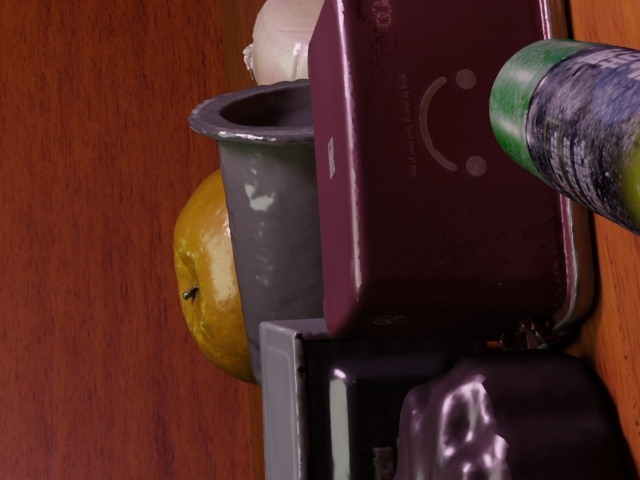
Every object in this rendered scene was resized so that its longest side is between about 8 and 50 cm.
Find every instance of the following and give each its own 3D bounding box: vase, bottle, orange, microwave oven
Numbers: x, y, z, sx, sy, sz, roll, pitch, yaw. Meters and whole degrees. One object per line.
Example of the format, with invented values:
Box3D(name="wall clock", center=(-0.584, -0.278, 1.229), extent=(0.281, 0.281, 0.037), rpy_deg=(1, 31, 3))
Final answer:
Box3D(name="vase", center=(0.000, 0.000, 1.557), extent=(0.245, 0.245, 0.291), rpy_deg=(-116, 21, -70))
Box3D(name="bottle", center=(0.170, -0.053, 0.831), extent=(0.330, 0.093, 0.093), rpy_deg=(-129, 38, -76))
Box3D(name="orange", center=(-0.049, 0.035, 1.866), extent=(0.279, 0.235, 0.279), rpy_deg=(167, 90, -72))
Box3D(name="microwave oven", center=(0.053, 0.216, 1.367), extent=(0.237, 0.181, 0.295), rpy_deg=(177, 91, -79))

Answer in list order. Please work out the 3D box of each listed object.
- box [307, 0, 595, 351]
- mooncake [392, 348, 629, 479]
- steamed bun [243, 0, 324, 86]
Box3D(name="box", center=(0.086, -0.060, 1.156), extent=(0.193, 0.167, 0.294), rpy_deg=(113, 154, -74))
Box3D(name="mooncake", center=(0.119, 0.215, 1.083), extent=(0.283, 0.141, 0.283), rpy_deg=(180, 90, -80))
Box3D(name="steamed bun", center=(-0.009, -0.199, 1.797), extent=(0.238, 0.153, 0.170), rpy_deg=(-101, 11, -59))
